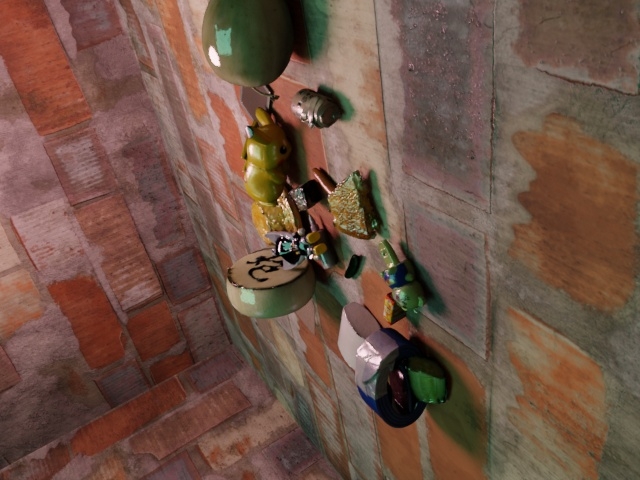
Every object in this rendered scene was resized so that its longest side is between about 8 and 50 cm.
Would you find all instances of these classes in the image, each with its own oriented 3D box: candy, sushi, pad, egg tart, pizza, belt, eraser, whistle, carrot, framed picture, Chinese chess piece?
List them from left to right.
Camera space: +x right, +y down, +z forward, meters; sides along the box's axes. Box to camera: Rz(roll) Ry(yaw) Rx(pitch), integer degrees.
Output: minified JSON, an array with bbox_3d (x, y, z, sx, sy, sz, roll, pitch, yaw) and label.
[{"bbox_3d":[-0.231,-0.504,2.046,0.197,0.014,0.252,55,157,19],"label":"framed picture"},{"bbox_3d":[-0.192,0.156,2.252,0.349,0.350,0.146,32,137,52],"label":"Chinese chess piece"},{"bbox_3d":[-0.176,-0.083,2.241,0.341,0.132,0.341,50,155,33],"label":"egg tart"},{"bbox_3d":[-0.074,0.303,2.617,0.176,0.002,0.266,48,153,33],"label":"pad"},{"bbox_3d":[-0.046,-0.150,1.932,0.098,0.094,0.084,-11,109,51],"label":"sushi"},{"bbox_3d":[0.043,-0.147,1.803,0.247,0.043,0.043,52,156,30],"label":"carrot"},{"bbox_3d":[0.094,-0.104,1.680,0.147,0.069,0.226,0,119,38],"label":"pizza"},{"bbox_3d":[0.139,0.359,2.086,0.174,0.095,0.270,51,154,29],"label":"eraser"},{"bbox_3d":[0.227,0.437,1.824,0.117,0.213,0.346,37,151,50],"label":"belt"},{"bbox_3d":[0.228,0.198,1.751,0.038,0.062,0.121,47,152,35],"label":"candy"},{"bbox_3d":[0.222,0.102,1.626,0.227,0.085,0.105,63,149,1],"label":"whistle"}]

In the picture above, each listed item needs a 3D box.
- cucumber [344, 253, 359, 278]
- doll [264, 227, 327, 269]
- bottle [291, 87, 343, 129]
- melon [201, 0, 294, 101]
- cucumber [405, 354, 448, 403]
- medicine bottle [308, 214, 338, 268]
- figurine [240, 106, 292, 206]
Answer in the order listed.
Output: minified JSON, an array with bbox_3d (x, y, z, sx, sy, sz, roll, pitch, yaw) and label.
[{"bbox_3d":[0.107,0.090,1.940,0.036,0.033,0.184,32,152,8],"label":"cucumber"},{"bbox_3d":[-0.093,0.020,2.052,0.146,0.103,0.316,39,157,-22],"label":"doll"},{"bbox_3d":[-0.009,-0.361,1.610,0.152,0.099,0.098,40,148,44],"label":"bottle"},{"bbox_3d":[-0.197,-0.566,1.591,0.271,0.272,0.307,48,126,33],"label":"melon"},{"bbox_3d":[0.327,0.420,1.758,0.085,0.116,0.192,-75,-26,-51],"label":"cucumber"},{"bbox_3d":[0.000,0.000,2.041,0.058,0.058,0.199,-2,113,66],"label":"medicine bottle"},{"bbox_3d":[-0.187,-0.287,1.989,0.218,0.169,0.326,-85,5,-50],"label":"figurine"}]
